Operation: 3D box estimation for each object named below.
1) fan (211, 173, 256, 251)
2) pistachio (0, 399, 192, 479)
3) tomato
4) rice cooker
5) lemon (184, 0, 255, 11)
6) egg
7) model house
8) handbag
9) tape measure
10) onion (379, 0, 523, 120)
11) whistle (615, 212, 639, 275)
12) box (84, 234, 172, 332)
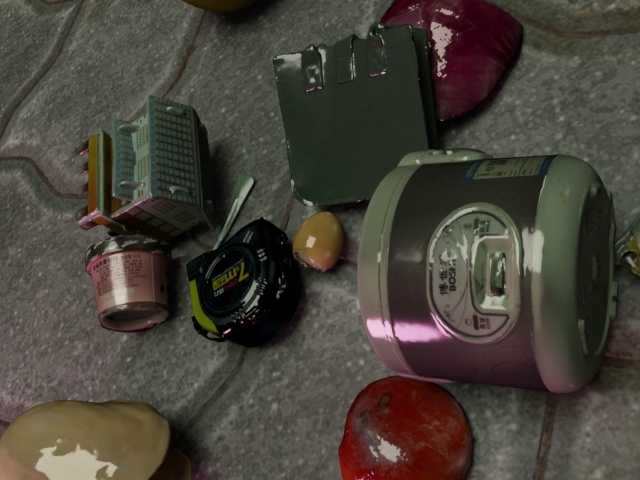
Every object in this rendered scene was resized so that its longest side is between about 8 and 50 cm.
[{"bbox_3d":[-0.166,-0.033,1.258,0.038,0.016,0.193,12,74,34],"label":"fan"},{"bbox_3d":[-0.357,0.354,1.063,0.321,0.229,0.238,-10,35,16],"label":"pistachio"},{"bbox_3d":[0.098,0.261,0.892,0.173,0.099,0.189,17,75,39],"label":"tomato"},{"bbox_3d":[0.194,0.033,0.833,0.277,0.288,0.288,2,68,32],"label":"rice cooker"},{"bbox_3d":[-0.215,-0.603,1.408,0.293,0.293,0.293,-14,60,26],"label":"lemon"},{"bbox_3d":[0.000,0.000,1.097,0.080,0.080,0.096,19,70,37],"label":"egg"},{"bbox_3d":[-0.304,-0.108,1.264,0.215,0.198,0.224,-26,55,26],"label":"model house"},{"bbox_3d":[0.055,-0.191,1.081,0.247,0.079,0.260,-4,100,30],"label":"handbag"},{"bbox_3d":[-0.121,0.082,1.115,0.199,0.112,0.186,-34,46,21],"label":"tape measure"},{"bbox_3d":[0.172,-0.316,1.105,0.250,0.111,0.247,25,73,33],"label":"onion"},{"bbox_3d":[0.479,-0.089,0.854,0.326,0.057,0.068,-50,39,2],"label":"whistle"},{"bbox_3d":[-0.332,0.081,1.228,0.151,0.151,0.135,-22,66,22],"label":"box"}]
